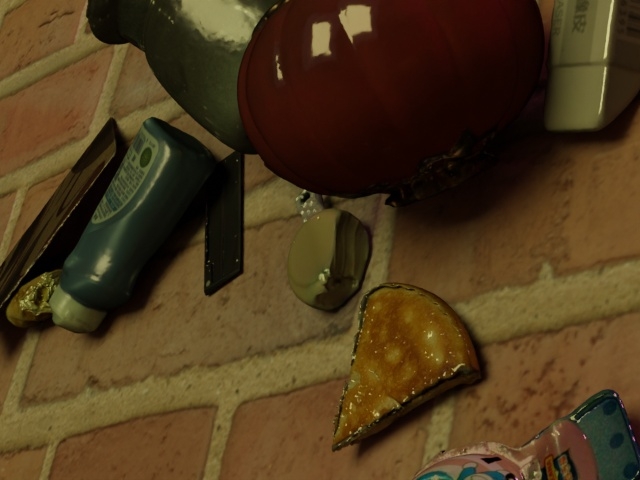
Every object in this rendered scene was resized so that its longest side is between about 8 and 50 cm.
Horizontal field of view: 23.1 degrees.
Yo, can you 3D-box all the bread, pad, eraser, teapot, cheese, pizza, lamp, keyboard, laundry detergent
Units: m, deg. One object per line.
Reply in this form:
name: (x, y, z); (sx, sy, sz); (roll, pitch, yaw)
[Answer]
bread: (-0.371, 0.079, 2.059); (0.110, 0.060, 0.066); (-24, 30, 40)
pad: (-0.379, -0.018, 2.143); (0.330, 0.004, 0.220); (-52, 17, 8)
eraser: (0.269, -0.269, 1.438); (0.089, 0.061, 0.352); (4, 86, 58)
teapot: (-0.116, -0.254, 1.769); (0.285, 0.305, 0.223); (33, 102, 13)
cheese: (0.138, 0.225, 1.257); (0.286, 0.074, 0.189); (-39, 39, 25)
pizza: (0.073, 0.130, 1.456); (0.185, 0.036, 0.176); (20, 82, 55)
lamp: (0.066, -0.167, 1.497); (0.303, 0.257, 0.303); (-26, 6, 3)
keyboard: (-0.115, -0.025, 1.853); (0.064, 0.010, 0.198); (-33, 40, 31)
laundry detergent: (-0.239, -0.004, 1.927); (0.290, 0.094, 0.143); (-59, 30, 10)
cheese: (0.005, -0.003, 1.643); (0.092, 0.047, 0.171); (-30, 41, 34)
